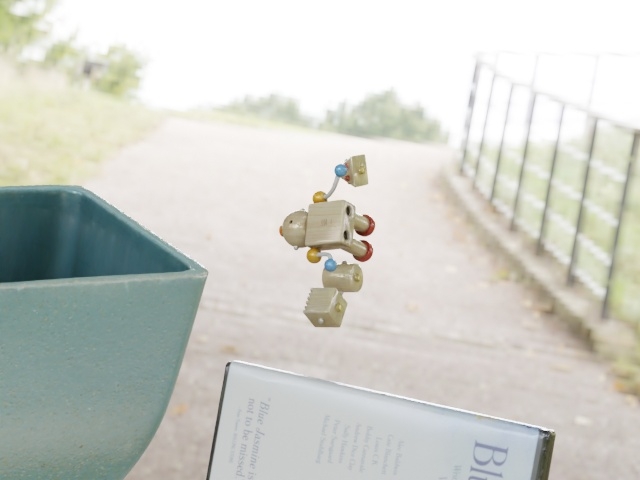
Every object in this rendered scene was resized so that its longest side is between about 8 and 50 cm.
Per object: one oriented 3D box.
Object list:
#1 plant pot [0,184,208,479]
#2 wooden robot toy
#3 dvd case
[{"bbox_3d":[-0.275,0.108,1.388,0.247,0.252,0.247,-3,21,-36],"label":"plant pot"},{"bbox_3d":[0.000,0.000,1.504,0.079,0.173,0.076,-3,-20,30],"label":"wooden robot toy"},{"bbox_3d":[0.030,0.196,1.126,0.253,0.180,0.022,10,0,26],"label":"dvd case"}]
